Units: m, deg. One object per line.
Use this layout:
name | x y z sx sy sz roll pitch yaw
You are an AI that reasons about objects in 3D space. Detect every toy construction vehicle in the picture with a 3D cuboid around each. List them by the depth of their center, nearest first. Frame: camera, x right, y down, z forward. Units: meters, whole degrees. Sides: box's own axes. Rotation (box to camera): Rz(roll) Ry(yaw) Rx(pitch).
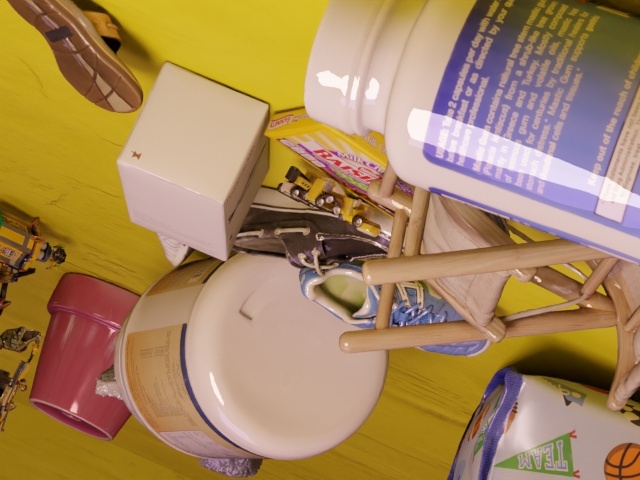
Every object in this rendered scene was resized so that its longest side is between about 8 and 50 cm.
toy construction vehicle | 0.010 -0.041 1.700 0.098 0.035 0.086 27 178 -42

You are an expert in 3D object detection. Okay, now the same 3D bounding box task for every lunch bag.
lunch bag | 0.302 0.285 2.009 0.328 0.239 0.385 23 180 2

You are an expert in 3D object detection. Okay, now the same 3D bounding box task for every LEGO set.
LEGO set | -0.417 0.126 2.388 0.192 0.331 0.255 27 152 -36

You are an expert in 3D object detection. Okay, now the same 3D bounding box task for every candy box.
candy box | 0.058 -0.056 1.636 0.206 0.027 0.105 32 160 -25

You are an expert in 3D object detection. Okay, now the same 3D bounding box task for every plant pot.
plant pot | -0.307 0.168 2.574 0.201 0.180 0.201 23 164 7

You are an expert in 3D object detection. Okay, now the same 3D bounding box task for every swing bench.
swing bench | 0.159 0.011 1.457 0.255 0.165 0.253 11 163 -1

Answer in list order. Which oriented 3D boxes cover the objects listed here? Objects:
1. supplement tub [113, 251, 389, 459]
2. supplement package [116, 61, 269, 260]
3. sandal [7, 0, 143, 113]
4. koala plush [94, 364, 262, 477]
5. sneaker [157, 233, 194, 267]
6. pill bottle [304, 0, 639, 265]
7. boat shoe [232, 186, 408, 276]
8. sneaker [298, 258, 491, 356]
supplement tub | -0.087 0.126 2.045 0.228 0.228 0.316 30 163 -19
supplement package | -0.113 -0.068 1.700 0.105 0.105 0.179 23 164 5
sandal | -0.206 -0.181 1.598 0.072 0.049 0.180 -3 134 47
koala plush | -0.156 0.153 2.338 0.221 0.196 0.203 19 151 20
sneaker | -0.156 -0.017 2.034 0.061 0.053 0.152 39 162 6
pill bottle | 0.134 -0.089 1.206 0.272 0.152 0.152 21 163 14
boat shoe | 0.000 0.000 1.811 0.219 0.070 0.078 8 157 43
sneaker | 0.072 0.071 1.868 0.211 0.080 0.081 20 -159 3
